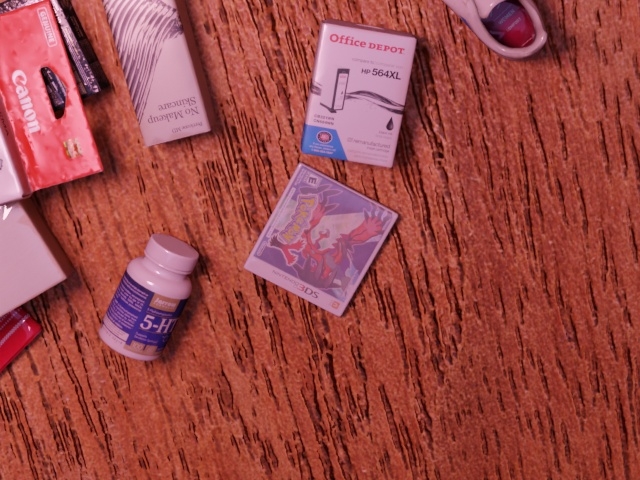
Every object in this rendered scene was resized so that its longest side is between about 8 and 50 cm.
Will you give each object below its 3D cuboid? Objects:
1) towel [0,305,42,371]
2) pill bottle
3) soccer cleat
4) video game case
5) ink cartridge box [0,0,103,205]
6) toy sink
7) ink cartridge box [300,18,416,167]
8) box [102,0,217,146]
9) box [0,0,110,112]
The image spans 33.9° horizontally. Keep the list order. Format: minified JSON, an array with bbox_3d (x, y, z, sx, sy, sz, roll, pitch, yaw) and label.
[{"bbox_3d":[-0.623,0.121,1.740,0.199,0.031,0.275,-43,101,9],"label":"towel"},{"bbox_3d":[-0.272,0.089,1.689,0.112,0.112,0.187,25,104,-6],"label":"pill bottle"},{"bbox_3d":[0.216,-0.395,1.545,0.331,0.143,0.116,41,101,-10],"label":"soccer cleat"},{"bbox_3d":[0.000,0.000,1.712,0.183,0.023,0.201,27,103,-7],"label":"video game case"},{"bbox_3d":[-0.477,-0.193,1.539,0.238,0.060,0.275,-17,95,5],"label":"ink cartridge box"},{"bbox_3d":[-0.532,0.047,1.652,0.234,0.131,0.153,-31,98,-4],"label":"toy sink"},{"bbox_3d":[0.056,-0.229,1.619,0.148,0.086,0.203,9,105,-2],"label":"ink cartridge box"},{"bbox_3d":[-0.248,-0.291,1.597,0.113,0.094,0.275,-15,104,4],"label":"box"},{"bbox_3d":[-0.432,-0.286,1.606,0.147,0.077,0.180,-23,103,6],"label":"box"}]
